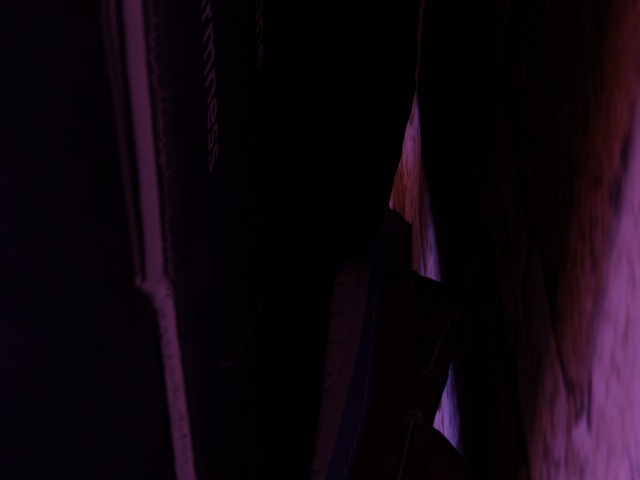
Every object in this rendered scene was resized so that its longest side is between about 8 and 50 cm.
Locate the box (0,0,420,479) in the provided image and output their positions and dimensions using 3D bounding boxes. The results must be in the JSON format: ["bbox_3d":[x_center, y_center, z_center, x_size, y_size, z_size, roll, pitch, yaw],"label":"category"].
[{"bbox_3d":[-0.124,-0.122,0.596,0.472,0.297,0.480,-71,-14,-45],"label":"box"}]

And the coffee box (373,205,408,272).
[{"bbox_3d":[0.000,0.000,1.002,0.184,0.113,0.040,-85,-6,-85],"label":"coffee box"}]

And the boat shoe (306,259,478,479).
[{"bbox_3d":[0.028,0.096,0.560,0.066,0.066,0.183,84,-169,-72],"label":"boat shoe"}]
